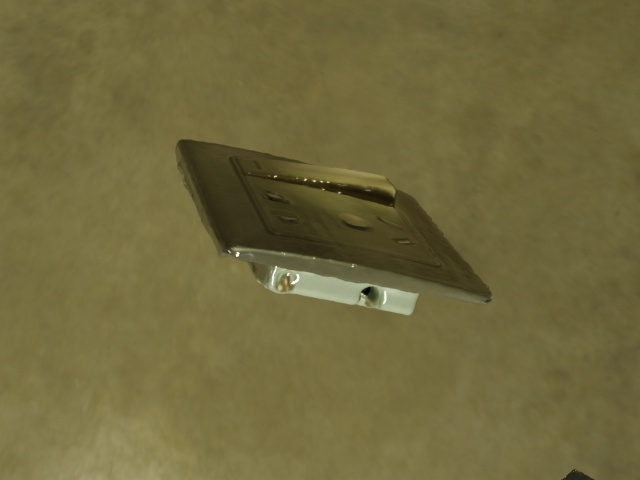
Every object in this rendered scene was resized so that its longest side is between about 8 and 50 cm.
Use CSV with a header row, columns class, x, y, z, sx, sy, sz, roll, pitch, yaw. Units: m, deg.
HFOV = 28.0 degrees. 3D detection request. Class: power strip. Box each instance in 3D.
class,x,y,z,sx,sy,sz,roll,pitch,yaw
power strip,-0.001,0.000,1.177,0.257,0.251,0.092,11,117,-19

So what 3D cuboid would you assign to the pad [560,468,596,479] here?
class,x,y,z,sx,sy,sz,roll,pitch,yaw
pad,0.278,0.353,1.217,0.367,0.007,0.247,30,117,-27
